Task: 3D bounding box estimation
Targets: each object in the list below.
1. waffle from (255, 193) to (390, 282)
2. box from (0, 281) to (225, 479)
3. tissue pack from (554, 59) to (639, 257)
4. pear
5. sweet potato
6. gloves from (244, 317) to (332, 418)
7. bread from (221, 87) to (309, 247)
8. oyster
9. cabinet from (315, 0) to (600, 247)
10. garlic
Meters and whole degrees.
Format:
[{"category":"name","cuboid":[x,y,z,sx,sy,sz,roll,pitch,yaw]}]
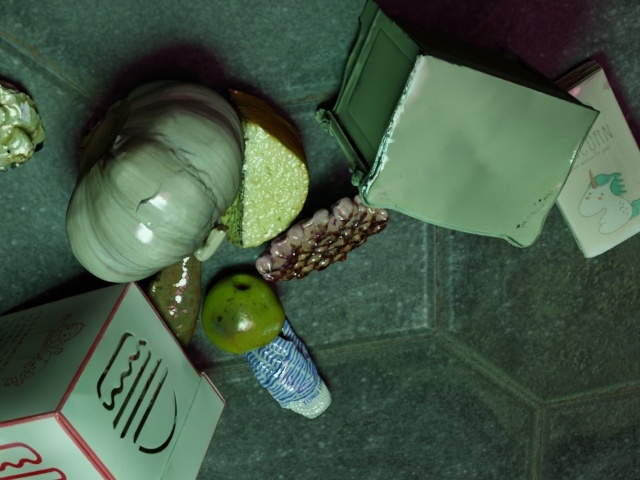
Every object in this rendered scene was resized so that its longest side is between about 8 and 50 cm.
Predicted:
[{"category":"waffle","cuboid":[0.000,0.000,1.732,0.234,0.055,0.221,-36,162,17]},{"category":"box","cuboid":[-0.383,0.289,1.655,0.312,0.314,0.300,-16,122,26]},{"category":"tissue pack","cuboid":[0.462,-0.133,1.816,0.170,0.071,0.325,-32,119,7]},{"category":"pear","cuboid":[-0.138,0.128,1.771,0.141,0.104,0.141,10,112,27]},{"category":"sweet potato","cuboid":[-0.241,0.079,1.746,0.109,0.109,0.385,8,116,-17]},{"category":"gloves","cuboid":[-0.060,0.224,1.883,0.229,0.097,0.119,47,67,-22]},{"category":"bread","cuboid":[-0.084,-0.109,1.668,0.134,0.129,0.260,-9,122,-18]},{"category":"oyster","cuboid":[-0.505,-0.171,1.563,0.191,0.081,0.163,6,121,-13]},{"category":"cabinet","cuboid":[0.183,-0.182,1.582,0.289,0.318,0.227,14,112,-20]},{"category":"garlic","cuboid":[-0.238,-0.088,1.538,0.241,0.322,0.322,8,116,-22]}]
